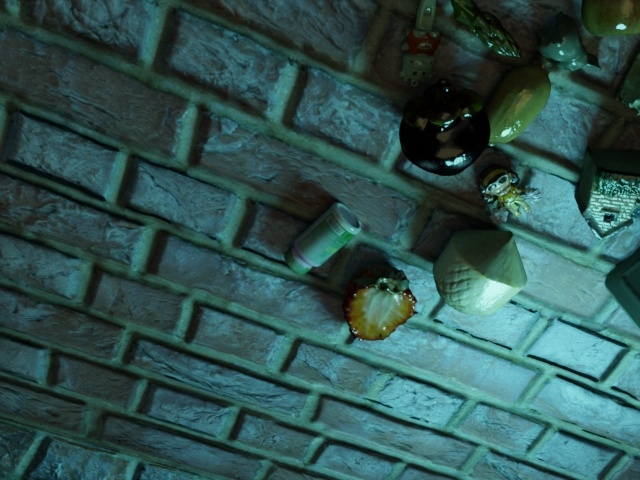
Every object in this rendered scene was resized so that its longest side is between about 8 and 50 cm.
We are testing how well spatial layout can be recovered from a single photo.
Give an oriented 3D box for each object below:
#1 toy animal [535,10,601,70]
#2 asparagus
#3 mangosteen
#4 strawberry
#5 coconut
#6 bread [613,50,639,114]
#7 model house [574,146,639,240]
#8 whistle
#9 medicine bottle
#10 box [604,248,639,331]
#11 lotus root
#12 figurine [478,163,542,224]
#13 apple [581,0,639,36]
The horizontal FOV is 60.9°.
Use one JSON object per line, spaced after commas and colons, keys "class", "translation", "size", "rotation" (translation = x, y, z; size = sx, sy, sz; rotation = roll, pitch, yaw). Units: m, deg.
{"class": "toy animal", "translation": [0.718, -0.542, 1.577], "size": [0.108, 0.138, 0.236], "rotation": [-25, 134, 36]}
{"class": "asparagus", "translation": [0.467, -0.615, 1.563], "size": [0.287, 0.080, 0.080], "rotation": [35, 115, -7]}
{"class": "mangosteen", "translation": [0.369, -0.344, 1.613], "size": [0.287, 0.233, 0.287], "rotation": [14, 122, 24]}
{"class": "strawberry", "translation": [0.203, 0.226, 2.007], "size": [0.265, 0.149, 0.336], "rotation": [5, 129, -9]}
{"class": "coconut", "translation": [0.551, 0.093, 1.841], "size": [0.329, 0.329, 0.329], "rotation": [1, 119, 1]}
{"class": "bread", "translation": [1.054, -0.440, 1.557], "size": [0.279, 0.225, 0.250], "rotation": [14, 120, -11]}
{"class": "model house", "translation": [0.980, -0.131, 1.727], "size": [0.298, 0.243, 0.284], "rotation": [7, 124, 11]}
{"class": "whistle", "translation": [0.294, -0.573, 1.580], "size": [0.101, 0.106, 0.253], "rotation": [-17, 126, -37]}
{"class": "medicine bottle", "translation": [0.000, 0.000, 1.884], "size": [0.274, 0.133, 0.133], "rotation": [-41, 110, 20]}
{"class": "box", "translation": [1.177, 0.133, 1.772], "size": [0.111, 0.396, 0.396], "rotation": [33, 114, -19]}
{"class": "lotus root", "translation": [0.587, -0.414, 1.638], "size": [0.146, 0.131, 0.303], "rotation": [26, 116, -13]}
{"class": "figurine", "translation": [0.614, -0.153, 1.791], "size": [0.175, 0.116, 0.240], "rotation": [-38, 117, 22]}
{"class": "apple", "translation": [0.809, -0.647, 1.472], "size": [0.188, 0.188, 0.174], "rotation": [-7, 114, 6]}
